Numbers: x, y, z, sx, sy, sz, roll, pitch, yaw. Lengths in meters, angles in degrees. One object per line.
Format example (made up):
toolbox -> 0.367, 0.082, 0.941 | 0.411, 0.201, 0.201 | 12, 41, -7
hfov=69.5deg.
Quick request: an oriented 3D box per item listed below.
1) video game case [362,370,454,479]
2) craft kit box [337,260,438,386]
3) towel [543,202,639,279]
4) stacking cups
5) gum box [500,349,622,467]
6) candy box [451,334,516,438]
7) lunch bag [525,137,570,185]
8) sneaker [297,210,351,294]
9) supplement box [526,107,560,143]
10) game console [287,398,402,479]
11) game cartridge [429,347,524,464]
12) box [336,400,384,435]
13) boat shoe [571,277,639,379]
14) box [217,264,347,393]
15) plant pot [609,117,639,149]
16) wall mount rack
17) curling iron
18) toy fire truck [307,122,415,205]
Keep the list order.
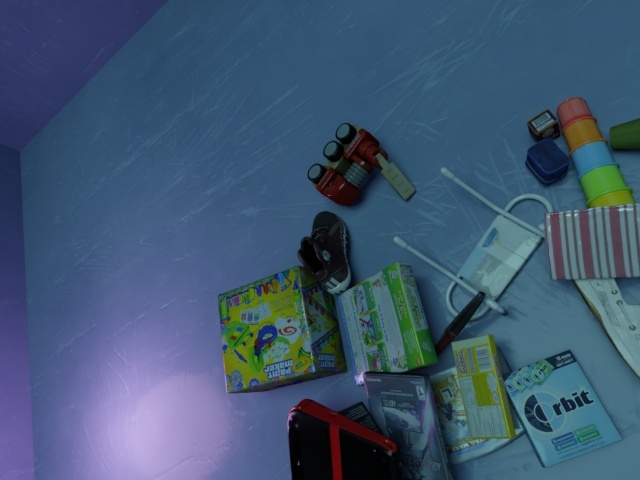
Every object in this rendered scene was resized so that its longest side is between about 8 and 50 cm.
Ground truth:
video game case -> 0.197, 0.437, 1.045 | 0.196, 0.026, 0.275 | -18, 83, 51
craft kit box -> 0.155, 0.213, 1.152 | 0.246, 0.060, 0.250 | -38, 56, 48
towel -> 0.559, 0.004, 0.923 | 0.196, 0.029, 0.144 | -5, 93, 25
stacking cups -> 0.600, -0.176, 1.009 | 0.095, 0.096, 0.317 | -19, 67, 27
gum box -> 0.481, 0.340, 0.941 | 0.156, 0.041, 0.185 | -22, 65, 3
candy box -> 0.345, 0.313, 0.987 | 0.105, 0.027, 0.206 | -34, 57, 53
lunch bag -> 0.530, -0.177, 1.075 | 0.067, 0.065, 0.099 | -28, 61, 6
sneaker -> 0.000, 0.000, 1.275 | 0.106, 0.162, 0.282 | -32, 48, 22
supplement box -> 0.526, -0.263, 1.088 | 0.055, 0.083, 0.043 | -34, 61, 20
game console -> 0.055, 0.582, 1.049 | 0.341, 0.060, 0.387 | 3, 101, 46
game cartridge -> 0.316, 0.394, 1.054 | 0.297, 0.062, 0.198 | -31, 58, 21
box -> 0.081, 0.505, 1.110 | 0.158, 0.093, 0.156 | 54, 135, 32
boat shoe -> 0.606, 0.158, 0.909 | 0.096, 0.098, 0.277 | -32, 60, 22
box -> -0.113, 0.257, 1.287 | 0.289, 0.177, 0.280 | -21, 66, 25
plant pot -> 0.674, -0.228, 0.995 | 0.079, 0.083, 0.084 | -1, 75, 44
wall mount rack -> 0.364, 0.002, 1.087 | 0.304, 0.130, 0.350 | 38, 97, 34
curling iron -> 0.291, 0.211, 1.059 | 0.274, 0.068, 0.035 | -57, 32, 37
toy fire truck -> 0.121, -0.180, 1.301 | 0.217, 0.158, 0.246 | -54, 46, 8
